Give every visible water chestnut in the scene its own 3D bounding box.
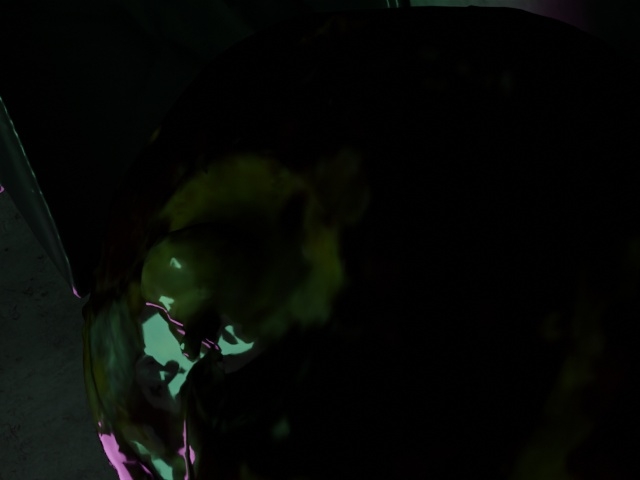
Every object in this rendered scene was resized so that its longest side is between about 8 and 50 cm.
[{"bbox_3d":[0.072,0.071,0.558,0.335,0.335,0.347,54,-168,27],"label":"water chestnut"}]

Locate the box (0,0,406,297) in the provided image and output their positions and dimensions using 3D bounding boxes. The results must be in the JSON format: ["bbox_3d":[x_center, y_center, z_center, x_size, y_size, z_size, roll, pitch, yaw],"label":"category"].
[{"bbox_3d":[-0.120,-0.187,0.737,0.204,0.251,0.345,40,153,52],"label":"box"}]
